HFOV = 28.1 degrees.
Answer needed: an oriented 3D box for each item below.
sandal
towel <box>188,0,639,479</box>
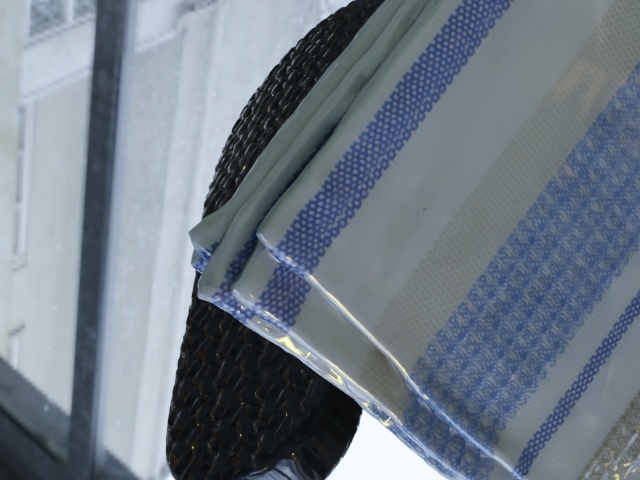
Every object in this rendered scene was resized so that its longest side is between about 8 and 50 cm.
[{"bbox_3d":[-0.002,0.002,0.890,0.167,0.107,0.446,-19,-139,34],"label":"sandal"},{"bbox_3d":[0.107,0.005,0.455,0.285,0.209,0.034,42,172,-35],"label":"towel"}]
